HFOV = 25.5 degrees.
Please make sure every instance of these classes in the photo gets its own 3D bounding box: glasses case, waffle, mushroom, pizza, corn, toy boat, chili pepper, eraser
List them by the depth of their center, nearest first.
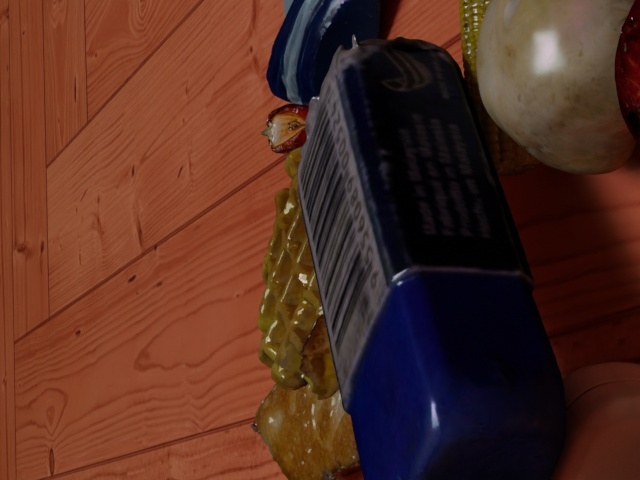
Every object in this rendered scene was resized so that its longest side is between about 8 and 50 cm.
[{"bbox_3d":[0.157,-0.111,0.869,0.148,0.112,0.148,-179,90,-68],"label":"mushroom"},{"bbox_3d":[0.159,0.164,0.875,0.050,0.083,0.196,-123,41,-51],"label":"glasses case"},{"bbox_3d":[0.063,0.022,0.907,0.155,0.101,0.332,107,157,-44],"label":"eraser"},{"bbox_3d":[0.129,-0.144,0.979,0.072,0.072,0.203,161,109,-64],"label":"corn"},{"bbox_3d":[0.001,0.000,1.204,0.229,0.057,0.219,-63,25,24],"label":"waffle"},{"bbox_3d":[0.013,0.147,1.223,0.271,0.056,0.134,-43,48,52],"label":"pizza"},{"bbox_3d":[-0.003,-0.268,1.282,0.210,0.070,0.291,-35,54,57],"label":"toy boat"},{"bbox_3d":[-0.012,-0.110,1.331,0.178,0.027,0.045,172,95,-65],"label":"chili pepper"}]

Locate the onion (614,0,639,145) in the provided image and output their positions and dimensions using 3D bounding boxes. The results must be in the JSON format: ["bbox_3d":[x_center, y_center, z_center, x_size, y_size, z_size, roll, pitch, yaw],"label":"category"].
[{"bbox_3d":[0.216,-0.089,0.733,0.131,0.131,0.131,-178,90,-65],"label":"onion"}]
